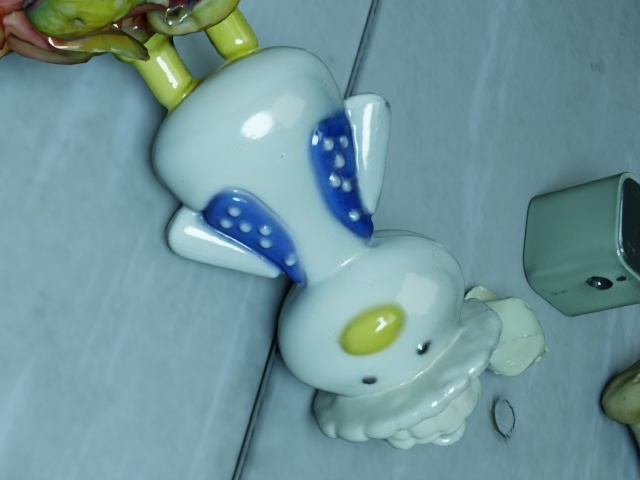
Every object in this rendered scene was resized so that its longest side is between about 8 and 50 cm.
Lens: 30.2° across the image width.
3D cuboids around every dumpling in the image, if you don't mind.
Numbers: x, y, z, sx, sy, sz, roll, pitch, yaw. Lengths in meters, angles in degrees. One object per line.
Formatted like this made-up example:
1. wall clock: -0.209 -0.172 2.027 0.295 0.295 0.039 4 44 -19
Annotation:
1. dumpling: 0.123 0.063 0.818 0.076 0.057 0.052 -18 131 -25

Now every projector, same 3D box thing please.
1. projector: 0.212 0.004 0.901 0.083 0.082 0.083 34 55 -37

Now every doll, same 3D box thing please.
1. doll: 0.000 0.000 0.636 0.138 0.119 0.293 -34 108 -4

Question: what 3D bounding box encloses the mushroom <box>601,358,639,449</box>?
1. mushroom: 0.305 0.200 0.939 0.096 0.108 0.247 -113 180 -78

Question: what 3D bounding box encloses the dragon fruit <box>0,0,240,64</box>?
1. dragon fruit: -0.100 -0.210 0.479 0.269 0.250 0.291 -13 121 -26
